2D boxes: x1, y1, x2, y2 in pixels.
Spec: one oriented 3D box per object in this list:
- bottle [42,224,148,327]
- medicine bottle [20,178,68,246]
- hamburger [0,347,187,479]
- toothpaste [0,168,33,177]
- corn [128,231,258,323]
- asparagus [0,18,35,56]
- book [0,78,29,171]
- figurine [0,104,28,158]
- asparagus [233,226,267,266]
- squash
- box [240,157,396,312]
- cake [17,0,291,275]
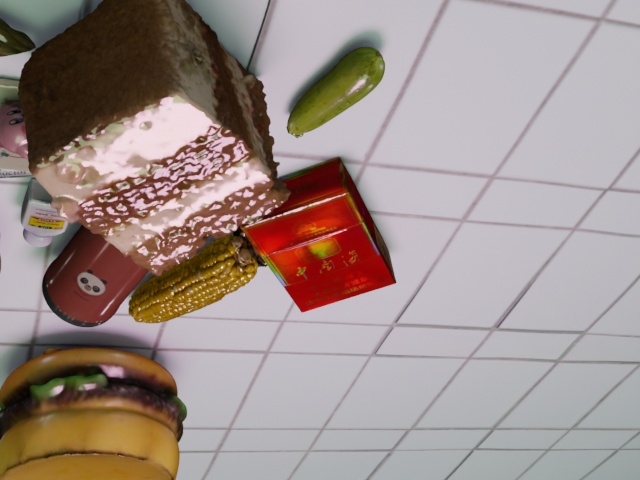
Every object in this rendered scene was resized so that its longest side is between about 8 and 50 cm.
[{"bbox_3d":[-0.335,0.007,1.600,0.144,0.144,0.336,18,135,-34],"label":"bottle"},{"bbox_3d":[-0.456,-0.044,1.576,0.074,0.055,0.118,8,140,-26],"label":"medicine bottle"},{"bbox_3d":[-0.468,0.377,1.952,0.395,0.277,0.396,-5,146,-4],"label":"hamburger"},{"bbox_3d":[-0.460,-0.116,1.499,0.197,0.029,0.048,-4,136,-14],"label":"toothpaste"},{"bbox_3d":[-0.238,0.081,1.754,0.313,0.102,0.102,-27,142,37],"label":"corn"},{"bbox_3d":[-0.510,-0.286,1.219,0.287,0.080,0.080,12,139,-29],"label":"asparagus"},{"bbox_3d":[-0.425,-0.167,1.429,0.232,0.022,0.162,5,132,-22],"label":"book"},{"bbox_3d":[-0.429,-0.156,1.368,0.071,0.083,0.067,-5,163,-29],"label":"figurine"},{"bbox_3d":[-0.130,0.002,1.742,0.036,0.030,0.165,2,150,20],"label":"asparagus"},{"bbox_3d":[0.021,-0.221,1.448,0.066,0.066,0.201,23,132,-38],"label":"squash"},{"bbox_3d":[-0.001,0.001,1.726,0.197,0.089,0.313,-17,143,11],"label":"box"},{"bbox_3d":[-0.223,-0.154,1.301,0.282,0.256,0.290,-28,144,11],"label":"cake"}]
